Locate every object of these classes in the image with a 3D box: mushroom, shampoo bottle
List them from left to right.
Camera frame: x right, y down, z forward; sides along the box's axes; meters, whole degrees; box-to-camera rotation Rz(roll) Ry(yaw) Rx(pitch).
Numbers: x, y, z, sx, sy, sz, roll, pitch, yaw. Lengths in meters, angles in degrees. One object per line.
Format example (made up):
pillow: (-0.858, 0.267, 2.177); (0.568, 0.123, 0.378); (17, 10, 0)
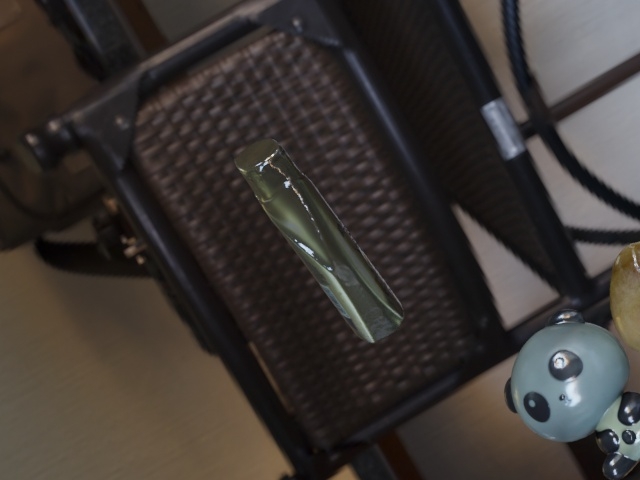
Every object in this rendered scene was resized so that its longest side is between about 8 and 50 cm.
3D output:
shampoo bottle: (0.000, 0.000, 1.703); (0.350, 0.084, 0.125); (53, 180, -29)
mushroom: (0.323, 0.029, 0.922); (0.071, 0.209, 0.084); (128, 129, -65)

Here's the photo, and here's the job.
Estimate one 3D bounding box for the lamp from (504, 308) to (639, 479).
lamp: (0.409, 0.236, 1.810); (0.244, 0.198, 0.197); (39, 168, 26)
